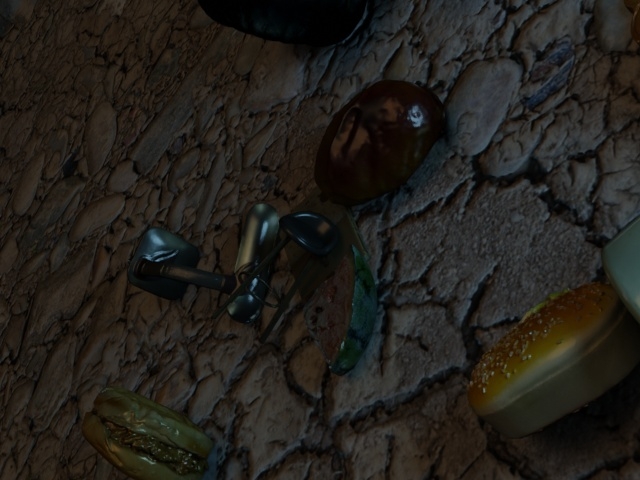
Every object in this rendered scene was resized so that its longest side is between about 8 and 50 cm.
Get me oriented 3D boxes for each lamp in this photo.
[{"bbox_3d":[-0.203,0.014,1.685,0.283,0.124,0.203,8,71,49],"label":"lamp"}]

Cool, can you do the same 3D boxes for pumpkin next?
[{"bbox_3d":[-0.069,-0.467,1.689,0.315,0.315,0.238,29,116,52],"label":"pumpkin"}]

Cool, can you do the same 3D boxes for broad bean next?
[{"bbox_3d":[0.086,-0.145,1.464,0.228,0.122,0.156,-47,66,27],"label":"broad bean"}]

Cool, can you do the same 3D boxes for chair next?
[{"bbox_3d":[-0.072,0.046,1.508,0.221,0.095,0.104,-49,62,12],"label":"chair"}]

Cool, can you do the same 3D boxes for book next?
[{"bbox_3d":[0.000,0.000,1.552,0.138,0.016,0.198,-43,42,22],"label":"book"}]

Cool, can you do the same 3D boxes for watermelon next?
[{"bbox_3d":[0.031,0.104,1.420,0.139,0.071,0.187,-4,73,54],"label":"watermelon"}]

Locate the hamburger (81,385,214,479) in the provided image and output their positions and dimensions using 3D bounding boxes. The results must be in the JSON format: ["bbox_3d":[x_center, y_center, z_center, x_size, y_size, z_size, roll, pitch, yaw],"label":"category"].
[{"bbox_3d":[-0.266,0.305,1.518,0.214,0.214,0.108,25,86,52],"label":"hamburger"}]

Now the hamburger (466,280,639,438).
[{"bbox_3d":[0.257,0.130,1.079,0.210,0.173,0.116,-38,81,28],"label":"hamburger"}]

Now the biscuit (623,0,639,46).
[{"bbox_3d":[0.439,-0.309,1.246,0.118,0.023,0.140,16,81,51],"label":"biscuit"}]

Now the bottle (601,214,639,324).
[{"bbox_3d":[0.451,-0.033,0.900,0.351,0.229,0.229,-47,40,22],"label":"bottle"}]
